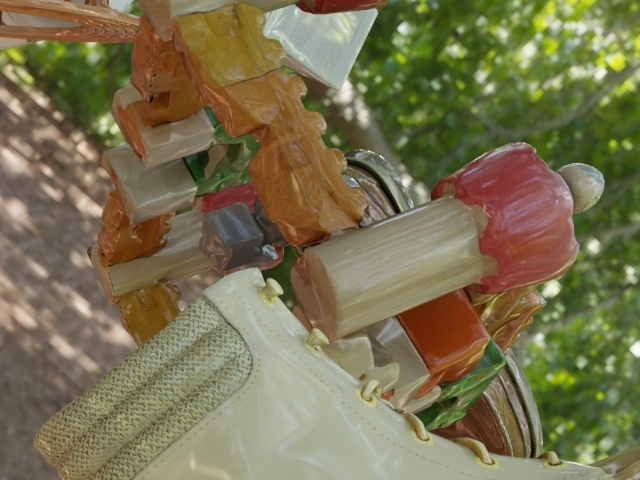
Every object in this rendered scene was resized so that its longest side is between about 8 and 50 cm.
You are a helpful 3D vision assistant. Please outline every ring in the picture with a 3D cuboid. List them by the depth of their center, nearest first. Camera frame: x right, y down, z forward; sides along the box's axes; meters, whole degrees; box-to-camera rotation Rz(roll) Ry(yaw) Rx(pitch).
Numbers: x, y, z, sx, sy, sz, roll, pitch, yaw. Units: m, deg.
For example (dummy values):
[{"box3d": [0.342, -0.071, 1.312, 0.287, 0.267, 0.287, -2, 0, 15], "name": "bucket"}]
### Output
[{"box3d": [-0.314, -0.211, 1.251, 0.336, 0.032, 0.336, 4, 3, 0], "name": "ring"}]

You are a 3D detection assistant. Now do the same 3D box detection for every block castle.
[{"box3d": [0.000, 0.000, 0.995, 0.303, 0.213, 0.453, 61, -25, 20], "name": "block castle"}]

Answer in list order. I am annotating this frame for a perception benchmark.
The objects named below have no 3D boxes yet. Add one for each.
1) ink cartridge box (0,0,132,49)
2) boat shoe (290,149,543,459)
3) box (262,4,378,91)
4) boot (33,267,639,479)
[{"box3d": [-0.313, -0.288, 1.437, 0.092, 0.218, 0.158, -57, 132, -44], "name": "ink cartridge box"}, {"box3d": [0.064, 0.079, 1.137, 0.307, 0.110, 0.104, 56, 37, -2], "name": "boat shoe"}, {"box3d": [-0.046, -0.229, 1.346, 0.130, 0.091, 0.170, 26, 1, 28], "name": "box"}, {"box3d": [0.039, 0.085, 0.574, 0.203, 0.262, 0.095, 51, -23, 17], "name": "boot"}]
